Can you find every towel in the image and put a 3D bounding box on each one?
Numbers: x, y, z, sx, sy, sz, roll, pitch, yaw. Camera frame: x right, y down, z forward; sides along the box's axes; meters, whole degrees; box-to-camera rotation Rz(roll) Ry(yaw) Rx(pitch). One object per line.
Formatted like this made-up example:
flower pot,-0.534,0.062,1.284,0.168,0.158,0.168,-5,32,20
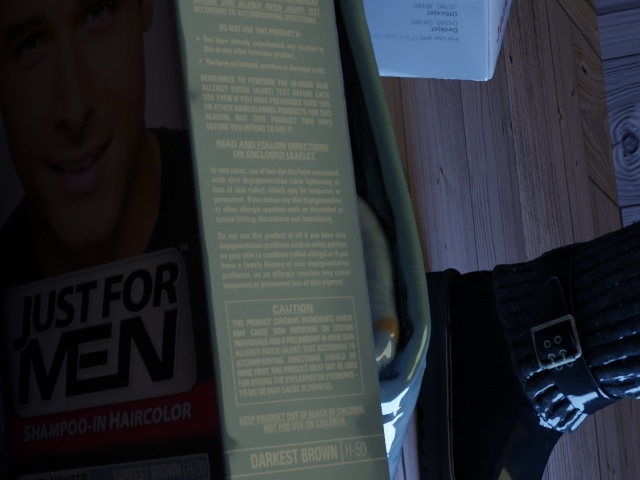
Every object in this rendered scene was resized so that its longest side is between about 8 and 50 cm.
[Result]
towel,0.000,0.000,1.188,0.320,0.090,0.374,91,-7,-60

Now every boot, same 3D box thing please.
boot,0.230,0.164,1.738,0.131,0.260,0.348,23,60,-69

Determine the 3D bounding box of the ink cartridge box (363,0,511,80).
ink cartridge box,0.045,-0.284,1.407,0.198,0.197,0.270,-71,160,-56

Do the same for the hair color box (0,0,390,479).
hair color box,-0.083,-0.035,0.970,0.113,0.185,0.374,0,81,-43
